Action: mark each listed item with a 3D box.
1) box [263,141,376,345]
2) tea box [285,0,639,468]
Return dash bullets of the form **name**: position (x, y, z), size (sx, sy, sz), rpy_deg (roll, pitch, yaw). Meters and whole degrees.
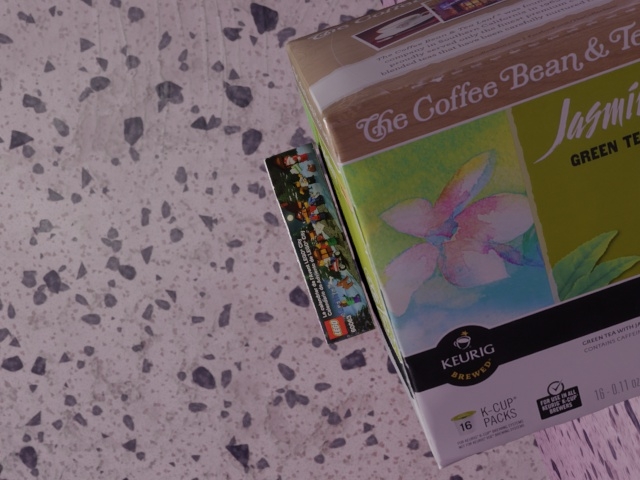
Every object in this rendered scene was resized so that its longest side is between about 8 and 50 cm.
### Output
- **box**: position (0.000, 0.000, 1.041), size (0.233, 0.044, 0.159), rpy_deg (-66, -42, -89)
- **tea box**: position (0.182, -0.046, 0.953), size (0.220, 0.329, 0.323), rpy_deg (-111, 1, -65)
